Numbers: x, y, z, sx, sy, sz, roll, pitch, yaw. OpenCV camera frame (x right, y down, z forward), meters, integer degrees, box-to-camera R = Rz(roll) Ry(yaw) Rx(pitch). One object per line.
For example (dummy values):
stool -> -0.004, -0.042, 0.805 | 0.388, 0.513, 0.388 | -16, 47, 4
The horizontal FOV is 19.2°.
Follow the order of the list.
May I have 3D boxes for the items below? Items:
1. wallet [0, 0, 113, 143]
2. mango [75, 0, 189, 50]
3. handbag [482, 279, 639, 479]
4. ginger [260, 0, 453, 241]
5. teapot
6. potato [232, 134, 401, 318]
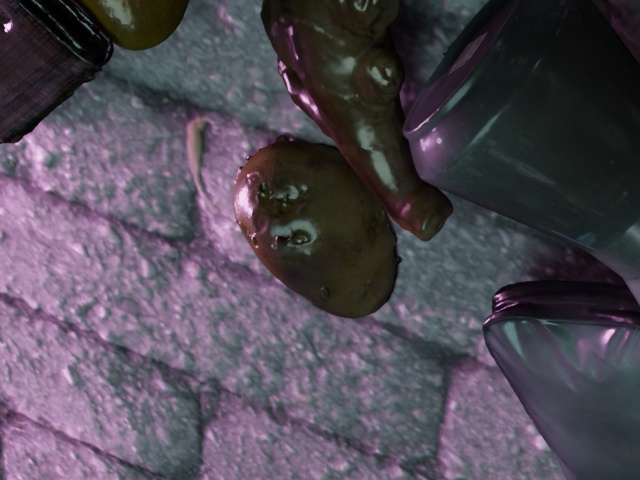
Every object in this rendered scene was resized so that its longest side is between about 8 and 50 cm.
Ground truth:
wallet -> -0.273, -0.166, 1.532 | 0.169, 0.044, 0.317 | 44, 160, -10
mango -> -0.170, -0.250, 1.404 | 0.227, 0.136, 0.099 | 58, 169, -16
handbag -> 0.259, 0.163, 1.490 | 0.191, 0.075, 0.332 | 1, 133, 40
ginger -> 0.009, -0.165, 1.391 | 0.166, 0.080, 0.333 | 27, 145, 54
teapot -> 0.181, -0.060, 1.323 | 0.225, 0.171, 0.203 | 38, 170, -9
potato -> 0.000, 0.000, 1.535 | 0.172, 0.089, 0.100 | 48, 135, -9
